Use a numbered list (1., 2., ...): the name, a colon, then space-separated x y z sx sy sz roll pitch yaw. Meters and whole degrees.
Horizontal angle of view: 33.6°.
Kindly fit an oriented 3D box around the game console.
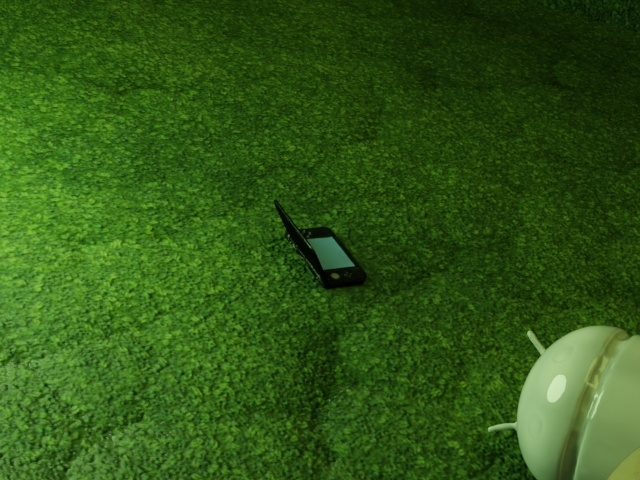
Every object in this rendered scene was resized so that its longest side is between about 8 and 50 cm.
1. game console: 0.000 0.000 1.436 0.107 0.071 0.122 -6 40 -30

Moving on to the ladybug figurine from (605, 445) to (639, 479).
1. ladybug figurine: 0.334 0.328 0.835 0.305 0.161 0.449 24 36 10

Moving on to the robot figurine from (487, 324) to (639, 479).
1. robot figurine: 0.364 0.213 1.140 0.354 0.199 0.300 20 66 27
